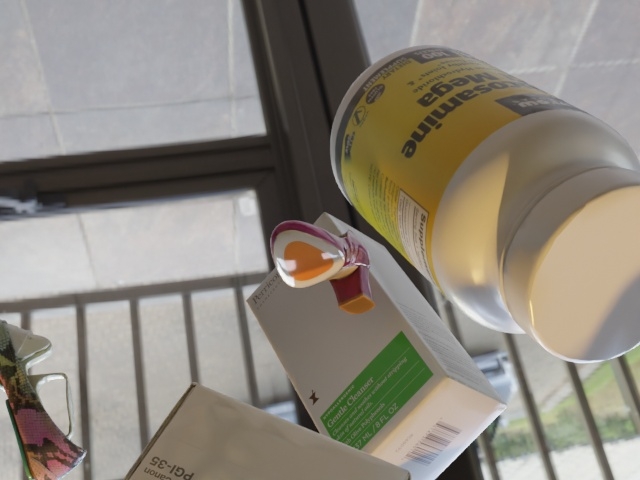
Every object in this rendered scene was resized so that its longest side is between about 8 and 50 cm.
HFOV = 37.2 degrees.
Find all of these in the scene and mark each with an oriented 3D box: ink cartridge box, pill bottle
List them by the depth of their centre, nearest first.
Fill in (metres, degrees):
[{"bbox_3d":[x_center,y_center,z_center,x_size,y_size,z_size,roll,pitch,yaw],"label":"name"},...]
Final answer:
[{"bbox_3d":[0.149,-0.040,0.805,0.188,0.334,0.187,-9,117,-19],"label":"pill bottle"},{"bbox_3d":[-0.033,0.273,0.815,0.207,0.117,0.283,19,142,19],"label":"ink cartridge box"}]

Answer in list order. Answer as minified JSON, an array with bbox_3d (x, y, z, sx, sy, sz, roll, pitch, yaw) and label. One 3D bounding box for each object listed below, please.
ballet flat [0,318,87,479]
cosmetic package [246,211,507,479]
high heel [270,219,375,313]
[{"bbox_3d":[-0.314,0.153,1.022,0.079,0.221,0.077,-27,161,-14],"label":"ballet flat"},{"bbox_3d":[0.065,0.153,1.326,0.155,0.365,0.197,29,106,-42],"label":"cosmetic package"},{"bbox_3d":[0.000,0.000,1.146,0.082,0.117,0.244,-27,149,20],"label":"high heel"}]
